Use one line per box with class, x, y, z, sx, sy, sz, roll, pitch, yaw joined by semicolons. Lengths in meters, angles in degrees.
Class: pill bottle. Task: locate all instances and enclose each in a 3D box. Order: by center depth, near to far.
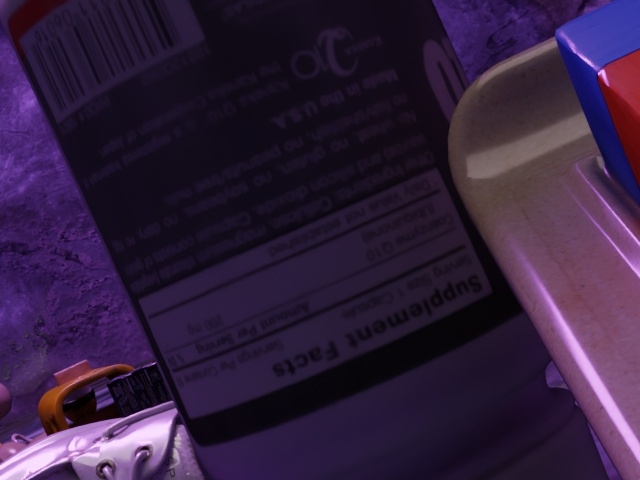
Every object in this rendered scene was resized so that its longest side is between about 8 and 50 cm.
pill bottle;0.000;0.000;0.611;0.161;0.283;0.161;-24;1;1

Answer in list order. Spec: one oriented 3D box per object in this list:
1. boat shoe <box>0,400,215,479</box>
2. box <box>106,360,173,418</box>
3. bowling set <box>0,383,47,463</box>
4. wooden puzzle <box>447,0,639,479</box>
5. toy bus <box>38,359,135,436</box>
boat shoe;-0.088;0.135;0.836;0.277;0.098;0.096;-24;1;-28
box;-0.143;0.150;1.361;0.067;0.083;0.018;-25;3;4
bowling set;-0.416;0.239;1.654;0.154;0.287;0.200;-10;-55;-67
wooden puzzle;0.199;-0.042;0.331;0.322;0.080;0.348;-24;26;3
toy bus;-0.224;0.171;1.495;0.202;0.104;0.191;-23;2;25
